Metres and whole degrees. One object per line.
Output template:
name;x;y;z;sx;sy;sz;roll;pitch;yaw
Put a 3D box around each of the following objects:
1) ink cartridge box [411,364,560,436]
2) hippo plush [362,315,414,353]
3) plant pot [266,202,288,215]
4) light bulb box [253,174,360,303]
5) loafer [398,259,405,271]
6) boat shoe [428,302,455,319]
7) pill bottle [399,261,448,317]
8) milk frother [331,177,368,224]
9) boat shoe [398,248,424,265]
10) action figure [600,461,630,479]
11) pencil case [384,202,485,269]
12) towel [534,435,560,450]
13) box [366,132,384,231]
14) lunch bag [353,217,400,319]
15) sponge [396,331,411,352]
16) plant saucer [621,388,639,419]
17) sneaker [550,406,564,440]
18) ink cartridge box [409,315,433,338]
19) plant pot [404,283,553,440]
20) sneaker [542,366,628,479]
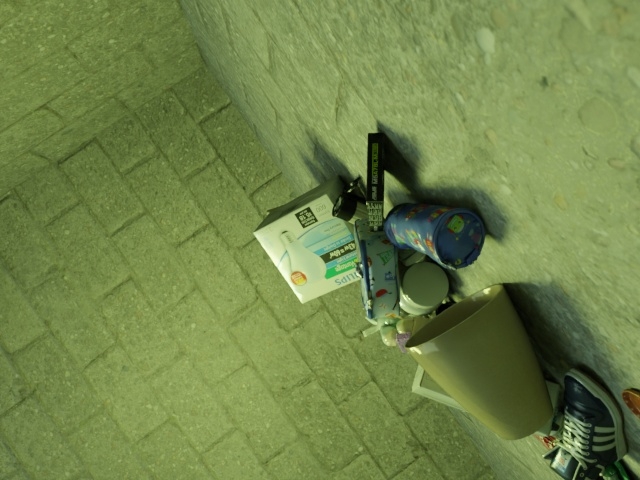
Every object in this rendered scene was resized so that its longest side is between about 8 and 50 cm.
ink cartridge box;0.412;0.392;1.201;0.309;0.130;0.272;19;162;12
hippo plush;0.363;0.407;1.913;0.236;0.294;0.234;46;-151;-16
plant pot;-0.076;-0.061;2.062;0.334;0.306;0.333;168;90;-85
light bulb box;0.000;0.000;1.782;0.361;0.358;0.225;56;-154;-15
loafer;0.276;0.104;1.629;0.130;0.133;0.366;26;169;35
boat shoe;0.400;0.229;1.431;0.068;0.081;0.228;53;167;-8
pill bottle;0.296;0.157;1.409;0.162;0.162;0.278;54;171;12
milk frother;0.132;-0.127;1.543;0.135;0.129;0.143;21;151;-18
boat shoe;0.250;0.015;1.328;0.084;0.095;0.258;51;174;-2
action figure;0.657;0.517;1.059;0.232;0.063;0.137;58;178;9
pencil case;0.248;-0.017;1.010;0.133;0.119;0.306;54;175;-13
towel;0.698;0.634;1.246;0.237;0.037;0.329;51;-178;21
box;0.137;-0.139;1.122;0.190;0.045;0.184;68;-154;-69
lunch bag;0.159;0.078;1.286;0.303;0.115;0.243;-83;-13;-67
sponge;0.404;0.383;1.735;0.117;0.210;0.031;59;-153;-44
plant saucer;0.553;0.287;0.767;0.083;0.013;0.083;55;174;8
sneaker;0.605;0.467;1.130;0.083;0.071;0.191;37;-176;33
ink cartridge box;0.396;0.322;1.358;0.193;0.088;0.234;6;155;33
plant pot;0.369;0.279;0.993;0.274;0.256;0.256;56;175;7
sneaker;0.525;0.395;0.926;0.282;0.153;0.099;57;174;-26
